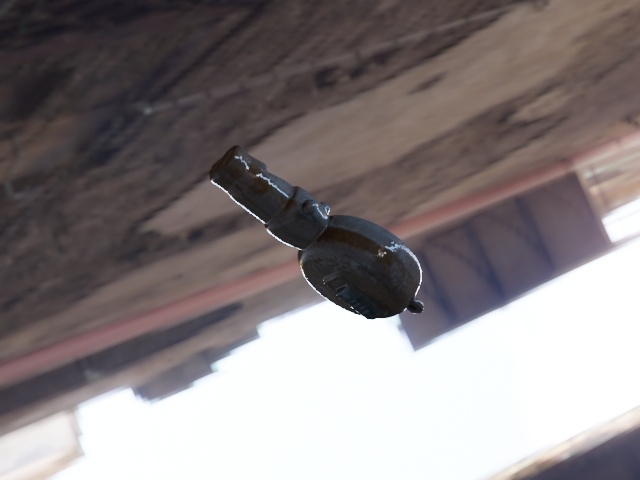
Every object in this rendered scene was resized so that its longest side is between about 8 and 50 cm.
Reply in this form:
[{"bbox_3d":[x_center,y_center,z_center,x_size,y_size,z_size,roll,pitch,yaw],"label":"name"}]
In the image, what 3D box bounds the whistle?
[{"bbox_3d":[0.000,0.000,1.554,0.220,0.057,0.107,39,-28,-15],"label":"whistle"}]
